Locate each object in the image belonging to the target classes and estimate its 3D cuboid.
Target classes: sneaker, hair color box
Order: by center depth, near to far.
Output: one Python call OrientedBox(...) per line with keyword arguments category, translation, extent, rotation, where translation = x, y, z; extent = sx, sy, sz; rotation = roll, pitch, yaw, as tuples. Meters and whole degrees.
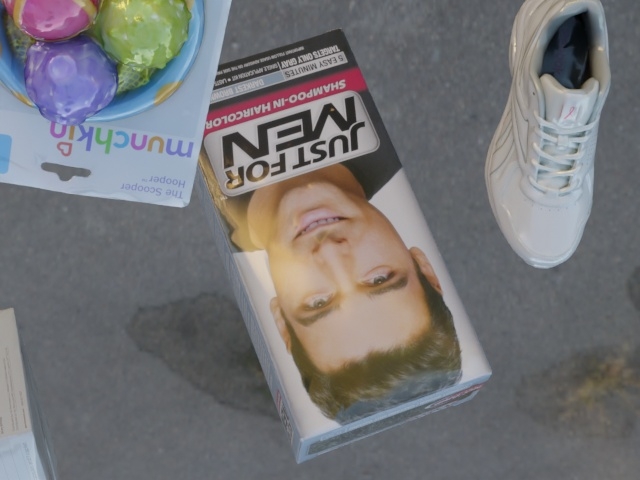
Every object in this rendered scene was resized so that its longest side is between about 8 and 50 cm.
OrientedBox(category="sneaker", translation=(0.183, -0.091, 0.930), extent=(0.090, 0.115, 0.232), rotation=(2, 95, 1))
OrientedBox(category="hair color box", translation=(0.000, 0.000, 1.121), extent=(0.185, 0.374, 0.113), rotation=(-19, 162, -10))

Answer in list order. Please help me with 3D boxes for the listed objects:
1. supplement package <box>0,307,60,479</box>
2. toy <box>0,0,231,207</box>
OrientedBox(category="supplement package", translation=(-0.338, 0.194, 1.006), extent=(0.203, 0.149, 0.194), rotation=(-13, 133, -11))
OrientedBox(category="toy", translation=(-0.107, -0.121, 0.556), extent=(0.137, 0.056, 0.237), rotation=(8, 114, -14))
